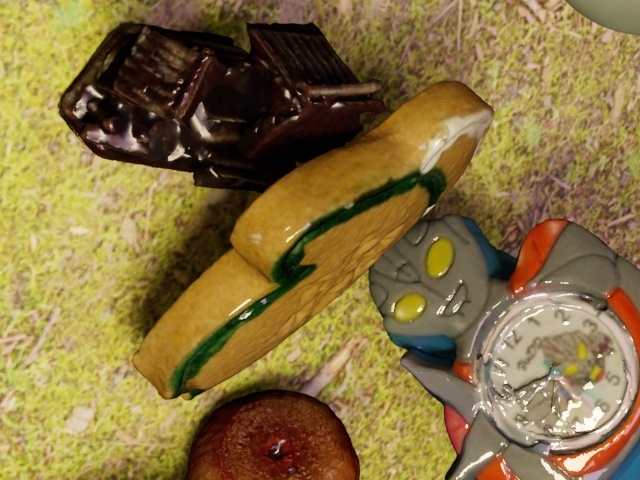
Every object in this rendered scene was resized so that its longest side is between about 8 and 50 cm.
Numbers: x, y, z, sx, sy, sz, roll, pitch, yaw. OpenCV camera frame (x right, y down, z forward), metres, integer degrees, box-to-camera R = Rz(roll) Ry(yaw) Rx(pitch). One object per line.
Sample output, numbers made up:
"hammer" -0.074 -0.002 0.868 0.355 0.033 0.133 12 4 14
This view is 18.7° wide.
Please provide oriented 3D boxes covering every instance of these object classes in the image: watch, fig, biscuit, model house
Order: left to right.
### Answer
"model house" -0.071 -0.094 1.433 0.203 0.164 0.141 -2 107 -35
"fig" -0.041 0.225 1.653 0.146 0.133 0.201 -6 139 -6
"biscuit" 0.001 0.001 1.490 0.344 0.057 0.287 -40 169 -5
"watch" 0.175 0.102 1.692 0.241 0.305 0.274 -56 162 2

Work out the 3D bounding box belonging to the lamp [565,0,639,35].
"lamp" 0.234 -0.265 1.528 0.198 0.244 0.197 -17 125 -27
